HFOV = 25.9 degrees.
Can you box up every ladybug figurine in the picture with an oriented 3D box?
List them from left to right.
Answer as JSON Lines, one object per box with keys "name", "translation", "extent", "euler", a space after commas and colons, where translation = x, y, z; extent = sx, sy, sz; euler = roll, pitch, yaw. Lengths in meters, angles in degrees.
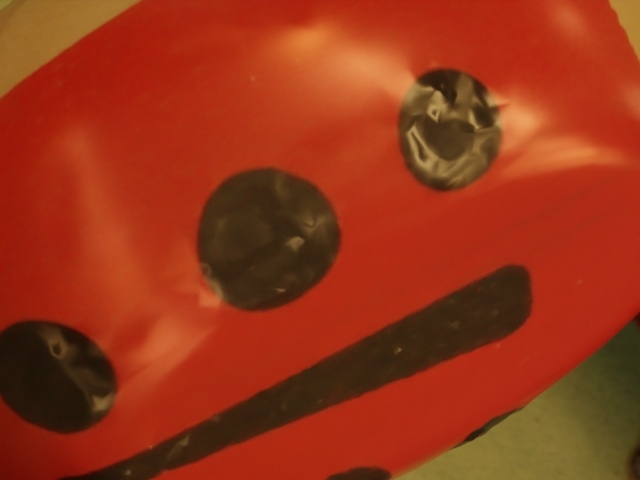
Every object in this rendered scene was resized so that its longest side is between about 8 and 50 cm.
{"name": "ladybug figurine", "translation": [0.000, 0.000, 0.615], "extent": [0.449, 0.162, 0.305], "euler": [-26, 134, -11]}
